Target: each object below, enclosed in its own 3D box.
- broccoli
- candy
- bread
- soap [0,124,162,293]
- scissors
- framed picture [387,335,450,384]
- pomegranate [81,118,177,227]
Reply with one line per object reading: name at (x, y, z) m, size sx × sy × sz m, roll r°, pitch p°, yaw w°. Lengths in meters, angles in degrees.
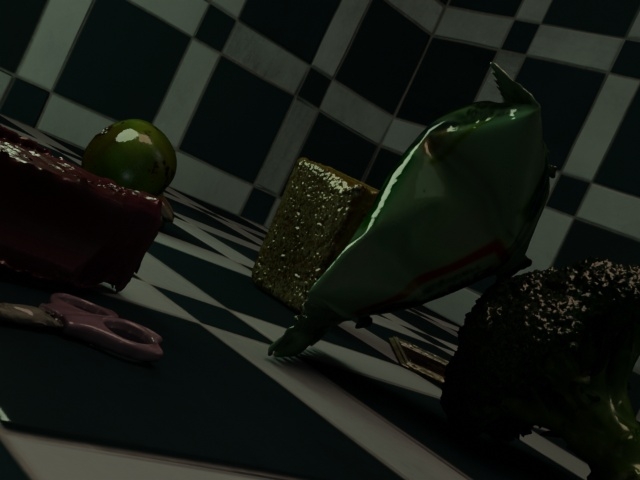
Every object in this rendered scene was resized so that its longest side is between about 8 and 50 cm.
broccoli at (0.289, 0.156, 1.028) m, size 0.297 × 0.297 × 0.297 m, roll 52°, pitch 16°, yaw 30°
candy at (0.110, -0.005, 1.054) m, size 0.172 × 0.398 × 0.263 m, roll 52°, pitch 5°, yaw 22°
bread at (0.000, 0.000, 1.498) m, size 0.110 × 0.234 × 0.184 m, roll 21°, pitch 5°, yaw -41°
soap at (-0.267, -0.031, 0.837) m, size 0.182 × 0.112 × 0.289 m, roll 31°, pitch 4°, yaw 42°
scissors at (-0.202, 0.053, 0.663) m, size 0.110 × 0.021 × 0.212 m, roll 24°, pitch 0°, yaw 31°
framed picture at (0.220, 0.225, 1.532) m, size 0.216 × 0.016 × 0.273 m, roll 26°, pitch 2°, yaw -2°
pomegranate at (-0.334, -0.117, 1.679) m, size 0.209 × 0.180 × 0.180 m, roll 55°, pitch -5°, yaw -13°
